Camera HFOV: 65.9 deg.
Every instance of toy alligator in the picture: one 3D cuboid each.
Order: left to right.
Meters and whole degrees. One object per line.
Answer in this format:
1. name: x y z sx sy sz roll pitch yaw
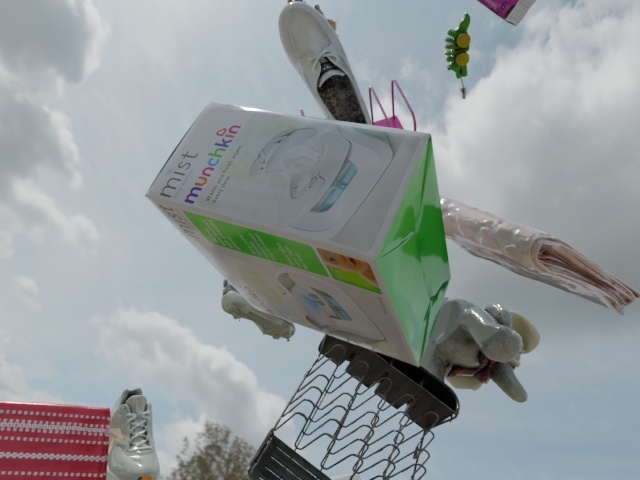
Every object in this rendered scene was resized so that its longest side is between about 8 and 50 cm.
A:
1. toy alligator: 0.301 -0.402 1.097 0.051 0.056 0.189 -2 -52 9

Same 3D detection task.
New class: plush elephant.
1. plush elephant: 0.371 0.264 1.137 0.255 0.330 0.272 33 -69 -15

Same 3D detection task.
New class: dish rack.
1. dish rack: 0.047 0.232 0.593 0.208 0.271 0.074 35 -56 5

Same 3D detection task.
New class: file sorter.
1. file sorter: 0.106 -0.303 1.390 0.291 0.202 0.182 -17 -36 0

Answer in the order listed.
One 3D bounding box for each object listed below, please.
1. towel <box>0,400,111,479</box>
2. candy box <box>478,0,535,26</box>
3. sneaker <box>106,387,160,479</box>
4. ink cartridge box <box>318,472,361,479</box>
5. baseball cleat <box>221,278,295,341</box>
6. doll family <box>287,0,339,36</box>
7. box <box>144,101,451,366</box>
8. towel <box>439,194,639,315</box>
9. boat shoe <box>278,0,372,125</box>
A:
1. towel: -0.282 0.253 0.392 0.199 0.274 0.031 14 -55 -25
2. candy box: 0.435 -0.618 1.072 0.159 0.071 0.233 52 -53 26
3. sneaker: -0.368 0.374 0.964 0.099 0.121 0.262 16 1 -34
4. ink cartridge box: -0.045 0.483 0.842 0.354 0.119 0.207 -19 -25 14
5. baseball cleat: -0.124 0.136 1.046 0.072 0.109 0.206 -25 -42 23
6. doll family: -0.053 -0.561 1.152 0.118 0.163 0.262 -26 -65 -1
7. box: 0.000 0.000 0.513 0.231 0.126 0.262 15 -24 25
8. towel: 0.263 0.003 0.758 0.317 0.053 0.332 22 4 -36
9. boat shoe: 0.008 -0.189 0.570 0.066 0.063 0.184 -23 -78 0
